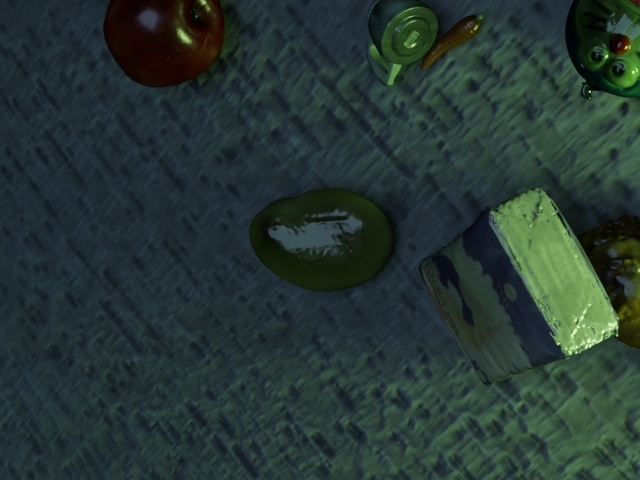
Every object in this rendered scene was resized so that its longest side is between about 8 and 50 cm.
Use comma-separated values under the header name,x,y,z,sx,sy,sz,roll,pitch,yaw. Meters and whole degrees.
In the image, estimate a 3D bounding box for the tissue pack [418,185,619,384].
name,x,y,z,sx,sy,sz,roll,pitch,yaw
tissue pack,0.290,0.083,1.532,0.125,0.343,0.242,-26,82,-18

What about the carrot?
name,x,y,z,sx,sy,sz,roll,pitch,yaw
carrot,0.220,-0.337,1.675,0.142,0.035,0.035,-36,79,31

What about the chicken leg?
name,x,y,z,sx,sy,sz,roll,pitch,yaw
chicken leg,0.577,0.095,1.486,0.295,0.182,0.409,-45,79,7

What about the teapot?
name,x,y,z,sx,sy,sz,roll,pitch,yaw
teapot,0.132,-0.355,1.692,0.111,0.149,0.108,-24,48,-10

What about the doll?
name,x,y,z,sx,sy,sz,roll,pitch,yaw
doll,0.489,-0.341,1.457,0.198,0.186,0.322,43,103,10

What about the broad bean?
name,x,y,z,sx,sy,sz,roll,pitch,yaw
broad bean,0.000,0.000,1.774,0.263,0.121,0.189,2,100,24

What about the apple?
name,x,y,z,sx,sy,sz,roll,pitch,yaw
apple,-0.286,-0.393,1.819,0.201,0.218,0.218,-12,90,28
